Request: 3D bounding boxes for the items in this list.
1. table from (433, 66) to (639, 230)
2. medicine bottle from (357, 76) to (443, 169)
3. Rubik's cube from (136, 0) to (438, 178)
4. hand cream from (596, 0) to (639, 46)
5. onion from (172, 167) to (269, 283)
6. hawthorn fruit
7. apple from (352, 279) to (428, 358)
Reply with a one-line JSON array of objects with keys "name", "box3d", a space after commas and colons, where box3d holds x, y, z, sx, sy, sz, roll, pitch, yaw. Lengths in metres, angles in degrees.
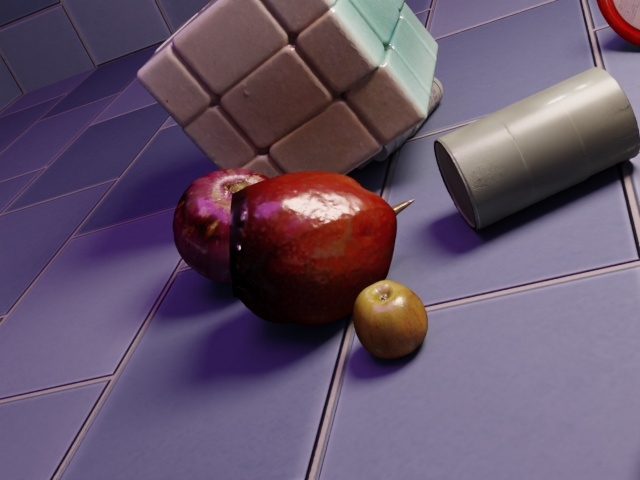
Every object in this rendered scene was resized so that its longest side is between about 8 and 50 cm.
[{"name": "table", "box3d": [0.264, -0.113, 1.074, 0.220, 0.126, 0.126, -25, 25, 0]}, {"name": "medicine bottle", "box3d": [0.128, -0.195, 1.440, 0.092, 0.061, 0.220, -34, 12, 45]}, {"name": "Rubik's cube", "box3d": [-0.034, -0.282, 1.359, 0.319, 0.316, 0.321, -32, 21, 27]}, {"name": "hand cream", "box3d": [0.528, -0.398, 1.320, 0.125, 0.193, 0.193, -36, 28, -23]}, {"name": "onion", "box3d": [-0.118, -0.018, 1.210, 0.177, 0.153, 0.177, -5, 22, 2]}, {"name": "hawthorn fruit", "box3d": [0.000, 0.000, 1.045, 0.252, 0.189, 0.189, -19, 22, -22]}, {"name": "apple", "box3d": [0.073, 0.084, 0.928, 0.084, 0.071, 0.084, -20, 26, 10]}]
